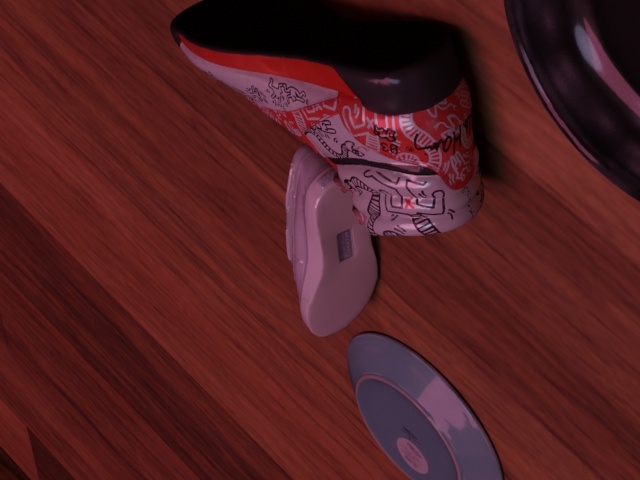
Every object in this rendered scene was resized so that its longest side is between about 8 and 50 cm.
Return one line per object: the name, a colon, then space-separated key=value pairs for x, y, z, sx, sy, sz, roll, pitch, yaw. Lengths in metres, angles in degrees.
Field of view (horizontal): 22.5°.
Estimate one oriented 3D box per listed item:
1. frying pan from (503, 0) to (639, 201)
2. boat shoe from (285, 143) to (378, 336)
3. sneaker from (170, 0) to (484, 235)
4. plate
frying pan: x=0.129 y=-0.140 z=0.844 sx=0.326 sy=0.053 sz=0.197 roll=46 pitch=155 yaw=21
boat shoe: x=0.000 y=0.000 z=1.257 sx=0.063 sy=0.066 sz=0.184 roll=53 pitch=163 yaw=36
sneaker: x=0.002 y=-0.084 z=1.100 sx=0.270 sy=0.090 sz=0.145 roll=20 pitch=138 yaw=47
plate: x=0.081 y=0.161 z=1.371 sx=0.188 sy=0.024 sz=0.188 roll=40 pitch=152 yaw=26
